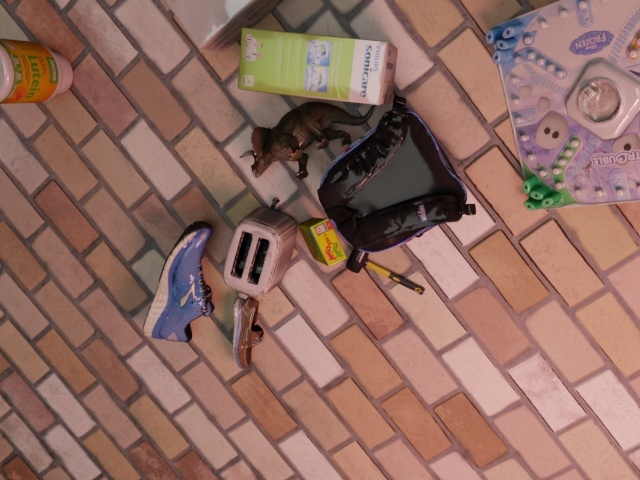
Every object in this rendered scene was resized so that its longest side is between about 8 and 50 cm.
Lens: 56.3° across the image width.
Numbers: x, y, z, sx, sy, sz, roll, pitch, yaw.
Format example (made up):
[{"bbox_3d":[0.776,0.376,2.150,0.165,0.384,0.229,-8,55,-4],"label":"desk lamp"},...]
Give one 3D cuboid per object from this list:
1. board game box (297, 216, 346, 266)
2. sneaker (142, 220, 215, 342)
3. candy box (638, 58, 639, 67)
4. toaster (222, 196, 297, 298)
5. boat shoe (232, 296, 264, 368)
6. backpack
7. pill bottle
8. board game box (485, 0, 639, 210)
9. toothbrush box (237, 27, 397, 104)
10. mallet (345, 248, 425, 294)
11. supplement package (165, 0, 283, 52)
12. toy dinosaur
[{"bbox_3d":[0.000,0.000,1.308,0.043,0.181,0.092,-27,97,-8],"label":"board game box"},{"bbox_3d":[-0.315,0.106,1.455,0.147,0.130,0.330,20,111,-7],"label":"sneaker"},{"bbox_3d":[0.628,-0.229,1.116,0.071,0.159,0.233,-14,101,14],"label":"candy box"},{"bbox_3d":[-0.136,0.021,1.364,0.129,0.146,0.227,21,107,6],"label":"toaster"},{"bbox_3d":[-0.176,0.231,1.468,0.066,0.066,0.183,2,104,11],"label":"boat shoe"},{"bbox_3d":[0.136,-0.111,1.235,0.263,0.213,0.276,-31,89,8],"label":"backpack"},{"bbox_3d":[-0.671,-0.377,1.337,0.136,0.246,0.136,3,105,12],"label":"pill bottle"},{"bbox_3d":[0.504,-0.250,1.079,0.390,0.050,0.390,-4,106,52],"label":"board game box"},{"bbox_3d":[0.002,-0.348,1.208,0.283,0.206,0.122,8,105,11],"label":"toothbrush box"},{"bbox_3d":[0.147,0.083,1.374,0.189,0.039,0.062,34,107,-1],"label":"mallet"},{"bbox_3d":[-0.231,-0.562,1.240,0.204,0.145,0.262,-35,93,18],"label":"supplement package"},{"bbox_3d":[-0.035,-0.237,1.287,0.313,0.121,0.160,-36,60,6],"label":"toy dinosaur"}]
